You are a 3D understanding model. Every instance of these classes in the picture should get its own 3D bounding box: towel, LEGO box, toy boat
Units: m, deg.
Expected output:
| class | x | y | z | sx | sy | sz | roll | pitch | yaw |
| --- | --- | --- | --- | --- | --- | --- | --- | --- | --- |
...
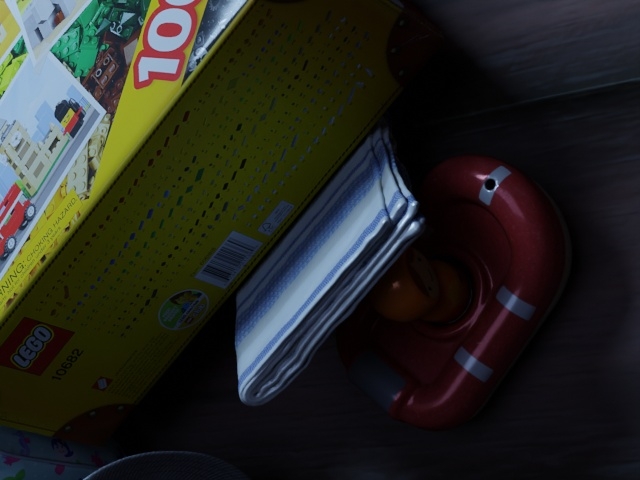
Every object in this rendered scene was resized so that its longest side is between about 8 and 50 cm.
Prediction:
| class | x | y | z | sx | sy | sz | roll | pitch | yaw |
| --- | --- | --- | --- | --- | --- | --- | --- | --- | --- |
| towel | 0.000 | 0.000 | 1.103 | 0.209 | 0.034 | 0.285 | -50 | 18 | 16 |
| LEGO box | -0.185 | -0.127 | 1.202 | 0.500 | 0.193 | 0.372 | -50 | 47 | 16 |
| toy boat | 0.091 | 0.038 | 1.069 | 0.151 | 0.151 | 0.231 | 39 | 104 | 30 |

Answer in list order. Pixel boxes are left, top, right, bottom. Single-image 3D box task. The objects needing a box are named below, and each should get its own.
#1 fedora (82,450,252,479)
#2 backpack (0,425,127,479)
| class | x | y | z | sx | sy | sz | roll | pitch | yaw |
| --- | --- | --- | --- | --- | --- | --- | --- | --- | --- |
| fedora | -0.161 | 0.316 | 1.174 | 0.124 | 0.244 | 0.275 | -2 | 90 | 61 |
| backpack | -0.323 | 0.203 | 1.266 | 0.253 | 0.225 | 0.191 | 42 | 103 | 42 |
